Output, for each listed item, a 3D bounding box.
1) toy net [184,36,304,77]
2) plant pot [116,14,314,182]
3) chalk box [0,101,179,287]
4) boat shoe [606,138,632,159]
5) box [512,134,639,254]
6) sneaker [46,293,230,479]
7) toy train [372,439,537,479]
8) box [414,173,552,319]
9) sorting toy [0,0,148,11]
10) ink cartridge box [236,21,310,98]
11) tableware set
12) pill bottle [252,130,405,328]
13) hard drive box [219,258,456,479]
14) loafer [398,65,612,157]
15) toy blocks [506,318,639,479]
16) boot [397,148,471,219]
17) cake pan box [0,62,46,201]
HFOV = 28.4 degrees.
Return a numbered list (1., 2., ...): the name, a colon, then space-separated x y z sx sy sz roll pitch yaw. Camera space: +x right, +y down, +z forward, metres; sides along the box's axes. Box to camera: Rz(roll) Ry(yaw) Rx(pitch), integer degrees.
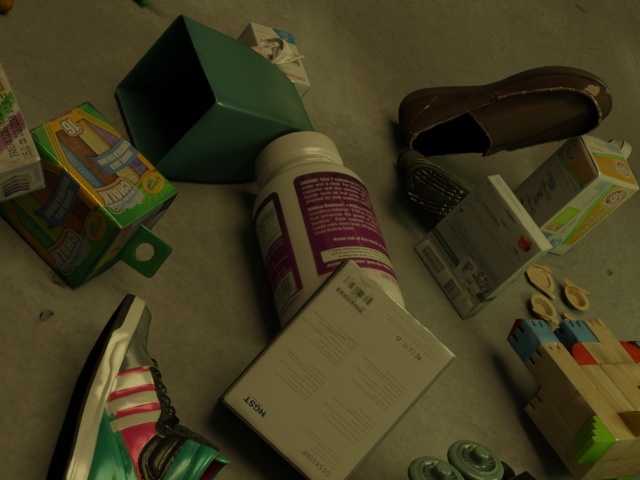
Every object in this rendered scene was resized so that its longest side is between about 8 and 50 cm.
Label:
1. toy net: -0.129 -0.285 1.935 0.232 0.045 0.122 -9 17 -22
2. plant pot: -0.137 -0.183 1.823 0.234 0.166 0.165 12 45 -46
3. chalk box: -0.278 -0.040 1.559 0.213 0.132 0.132 45 35 4
4. boat shoe: 0.525 -0.152 2.475 0.088 0.096 0.267 49 44 1
5. box: 0.436 -0.080 2.215 0.114 0.203 0.103 12 46 -36
6. sneaker: -0.184 0.205 1.403 0.178 0.124 0.295 25 47 -16
7. toy train: 0.164 0.362 1.534 0.190 0.142 0.334 39 31 29
8. box: 0.249 0.011 1.961 0.038 0.186 0.145 -12 62 -49
9. sorting toy: -0.378 -0.398 1.880 0.366 0.127 0.126 -9 90 -51
10. ink cartridge box: -0.077 -0.288 2.067 0.089 0.052 0.122 10 49 -37
11. tableware set: 0.408 0.108 2.155 0.141 0.020 0.168 29 39 -18
12. pill bottle: 0.000 0.000 1.751 0.169 0.169 0.301 13 46 -35
13. hard drive box: 0.019 0.167 1.550 0.181 0.232 0.089 43 -7 -2
14. loafer: 0.308 -0.192 2.136 0.130 0.366 0.133 -77 152 -45
15. toy blocks: 0.441 0.232 1.956 0.381 0.190 0.261 4 40 -41
16. boot: 0.236 -0.061 2.094 0.246 0.083 0.161 39 14 -10
17. cake pan box: -0.467 -0.130 1.432 0.246 0.070 0.267 -19 64 -14
